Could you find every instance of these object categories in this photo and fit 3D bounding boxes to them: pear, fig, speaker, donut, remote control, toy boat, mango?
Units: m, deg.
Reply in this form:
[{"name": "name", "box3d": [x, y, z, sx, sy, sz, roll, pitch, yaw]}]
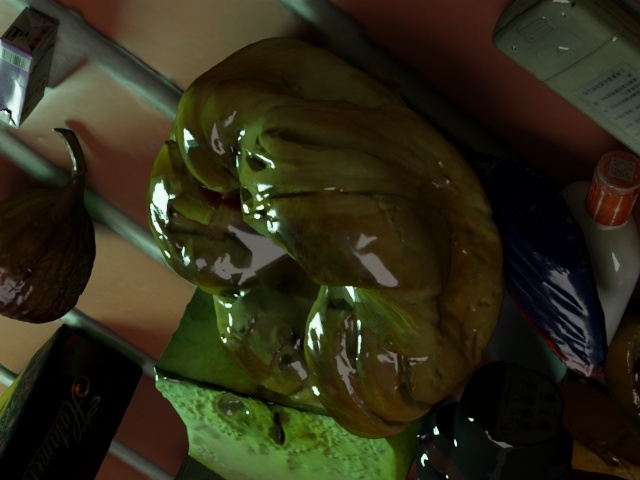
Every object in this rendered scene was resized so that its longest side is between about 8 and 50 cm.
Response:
[{"name": "pear", "box3d": [-0.004, 0.158, 1.815, 0.286, 0.176, 0.282, 12, 146, 22]}, {"name": "fig", "box3d": [-0.268, -0.021, 1.795, 0.134, 0.146, 0.201, 29, 106, -16]}, {"name": "speaker", "box3d": [0.180, 0.275, 1.626, 0.259, 0.198, 0.329, 37, 140, 13]}, {"name": "donut", "box3d": [0.000, 0.000, 1.524, 0.360, 0.170, 0.360, 34, 144, 29]}, {"name": "remote control", "box3d": [0.245, -0.121, 1.411, 0.233, 0.038, 0.098, 35, 144, -19]}, {"name": "toy boat", "box3d": [0.182, 0.067, 1.576, 0.219, 0.072, 0.318, 48, 156, 45]}, {"name": "mango", "box3d": [0.276, 0.234, 1.786, 0.252, 0.154, 0.126, 39, 152, -1]}]

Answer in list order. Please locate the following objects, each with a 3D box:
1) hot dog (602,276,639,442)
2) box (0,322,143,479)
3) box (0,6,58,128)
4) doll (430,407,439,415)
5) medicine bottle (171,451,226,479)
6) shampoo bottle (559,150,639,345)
[{"name": "hot dog", "box3d": [0.366, 0.155, 1.657, 0.194, 0.107, 0.326, -19, 128, 44]}, {"name": "box", "box3d": [-0.366, 0.293, 2.118, 0.116, 0.264, 0.415, 31, 147, -11]}, {"name": "box", "box3d": [-0.272, -0.156, 1.641, 0.036, 0.050, 0.117, 29, 147, 3]}, {"name": "doll", "box3d": [0.129, 0.211, 1.914, 0.076, 0.050, 0.083, -31, 119, 29]}, {"name": "medicine bottle", "box3d": [-0.153, 0.404, 2.096, 0.158, 0.318, 0.158, 16, 145, 12]}, {"name": "shampoo bottle", "box3d": [0.235, 0.005, 1.544, 0.051, 0.108, 0.221, -19, 149, -18]}]
